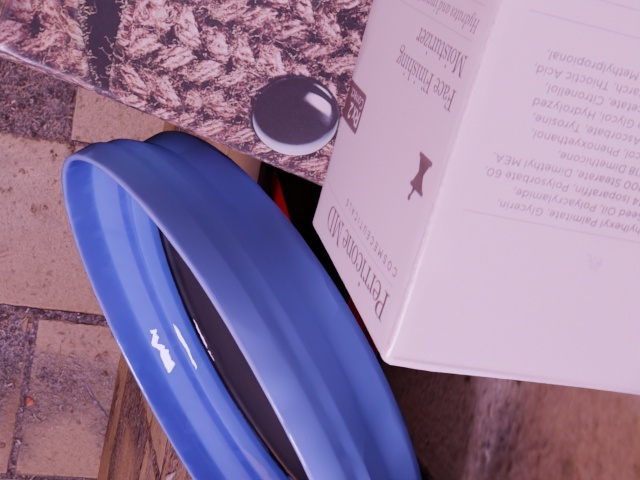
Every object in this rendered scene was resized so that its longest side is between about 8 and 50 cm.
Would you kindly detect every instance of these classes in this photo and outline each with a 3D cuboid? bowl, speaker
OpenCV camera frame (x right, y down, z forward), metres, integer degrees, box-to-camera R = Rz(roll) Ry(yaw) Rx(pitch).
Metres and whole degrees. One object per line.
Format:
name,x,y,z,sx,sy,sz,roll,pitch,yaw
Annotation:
bowl,-0.064,0.099,0.655,0.391,0.077,0.391,46,153,32
speaker,-0.078,-0.080,0.979,0.055,0.055,0.136,-109,28,-56

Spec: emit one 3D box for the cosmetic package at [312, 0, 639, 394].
cosmetic package,0.102,-0.048,0.407,0.151,0.151,0.184,-117,40,-64

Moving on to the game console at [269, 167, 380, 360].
game console,0.000,0.000,0.880,0.386,0.060,0.342,-108,27,-57

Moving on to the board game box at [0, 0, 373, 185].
board game box,-0.013,-0.163,0.539,0.232,0.291,0.141,-68,19,5
